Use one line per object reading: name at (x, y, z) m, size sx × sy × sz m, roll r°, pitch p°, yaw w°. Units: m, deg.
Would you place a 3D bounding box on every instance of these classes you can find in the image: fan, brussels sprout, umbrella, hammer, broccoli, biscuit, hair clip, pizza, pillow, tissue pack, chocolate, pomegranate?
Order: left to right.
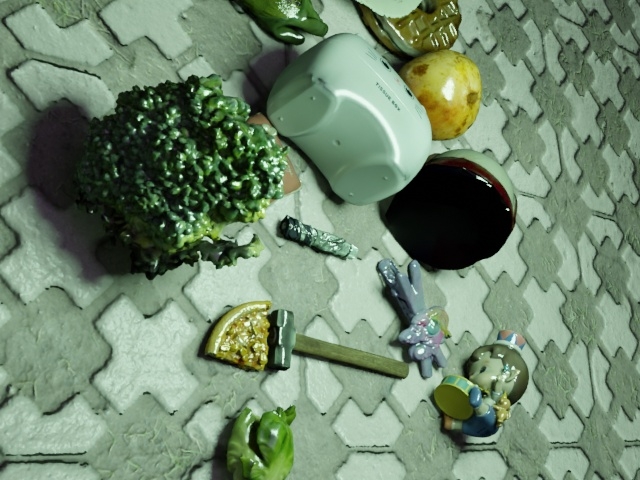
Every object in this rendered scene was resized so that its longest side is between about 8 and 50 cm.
broccoli at (-0.224, -0.099, 1.327) m, size 0.334 × 0.324 × 0.272 m, roll -49°, pitch 140°, yaw 3°
pizza at (-0.137, 0.184, 1.474) m, size 0.178 × 0.041 × 0.130 m, roll -22°, pitch 92°, yaw -42°
pillow at (-0.122, -0.155, 1.577) m, size 0.171 × 0.075 × 0.179 m, roll -33°, pitch 99°, yaw -42°
brussels sprout at (-0.098, 0.376, 1.412) m, size 0.139 × 0.101 × 0.181 m, roll 51°, pitch 36°, yaw -41°
umbrella at (0.000, 0.000, 1.647) m, size 0.188 × 0.050 × 0.046 m, roll 24°, pitch 83°, yaw -33°
hammer at (0.046, 0.232, 1.615) m, size 0.365 × 0.043 × 0.111 m, roll 20°, pitch 63°, yaw -36°
tissue pack at (0.070, -0.261, 1.671) m, size 0.333 × 0.229 × 0.236 m, roll 46°, pitch 48°, yaw -19°
fan at (0.143, -0.714, 1.901) m, size 0.233 × 0.012 × 0.414 m, roll 1°, pitch 76°, yaw -27°
biscuit at (0.220, -0.599, 2.000) m, size 0.332 × 0.103 × 0.332 m, roll 15°, pitch 66°, yaw -37°
hair clip at (0.206, 0.165, 1.739) m, size 0.137 × 0.090 × 0.278 m, roll -28°, pitch 94°, yaw -33°
pomegranate at (0.269, -0.344, 1.894) m, size 0.215 × 0.215 × 0.215 m, roll 14°, pitch 67°, yaw -36°
chocolate at (0.305, -0.090, 1.818) m, size 0.283 × 0.284 × 0.186 m, roll 48°, pitch 35°, yaw -18°

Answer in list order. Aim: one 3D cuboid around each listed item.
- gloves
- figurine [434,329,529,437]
gloves at (-0.087, -0.503, 1.712) m, size 0.268 × 0.107 × 0.135 m, roll 16°, pitch 96°, yaw -38°
figurine at (0.375, 0.314, 1.794) m, size 0.158 × 0.161 × 0.275 m, roll 46°, pitch 44°, yaw 7°
